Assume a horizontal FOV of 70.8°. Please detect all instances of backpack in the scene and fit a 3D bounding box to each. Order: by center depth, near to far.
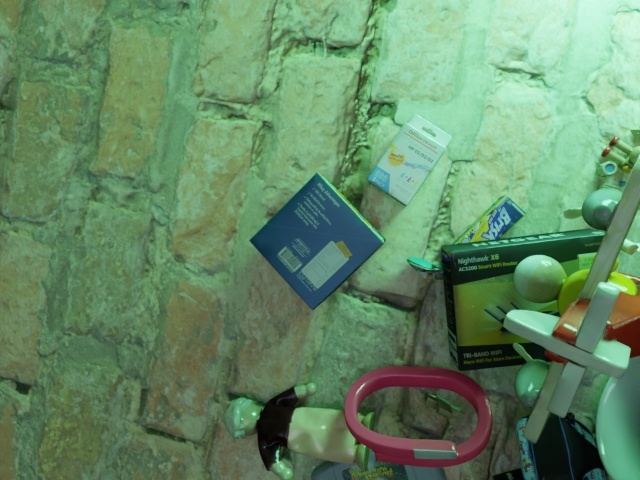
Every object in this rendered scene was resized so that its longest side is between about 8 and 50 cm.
[{"bbox_3d":[0.487,0.432,0.893,0.173,0.158,0.116,32,136,-31],"label":"backpack"}]

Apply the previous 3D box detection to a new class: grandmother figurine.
[{"bbox_3d":[-0.061,0.420,0.996,0.341,0.208,0.104,5,134,18],"label":"grandmother figurine"}]

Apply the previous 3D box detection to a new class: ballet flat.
[{"bbox_3d":[0.242,0.066,0.978,0.114,0.041,0.041,11,93,10],"label":"ballet flat"}]

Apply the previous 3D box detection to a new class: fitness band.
[{"bbox_3d":[0.193,0.346,0.908,0.290,0.209,0.054,-2,120,16],"label":"fitness band"}]

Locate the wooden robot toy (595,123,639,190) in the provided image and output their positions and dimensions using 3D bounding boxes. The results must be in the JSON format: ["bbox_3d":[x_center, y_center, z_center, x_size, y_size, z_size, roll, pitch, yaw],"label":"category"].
[{"bbox_3d":[0.606,-0.163,0.888,0.076,0.079,0.173,35,96,7],"label":"wooden robot toy"}]

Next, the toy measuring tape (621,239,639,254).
[{"bbox_3d":[0.704,-0.047,0.830,0.329,0.121,0.122,-7,90,-10],"label":"toy measuring tape"}]

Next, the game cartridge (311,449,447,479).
[{"bbox_3d":[0.135,0.557,1.002,0.293,0.060,0.196,-18,85,10],"label":"game cartridge"}]

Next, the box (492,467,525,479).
[{"bbox_3d":[0.429,0.585,0.904,0.077,0.147,0.180,-22,89,10],"label":"box"}]

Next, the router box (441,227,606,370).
[{"bbox_3d":[0.409,0.116,0.895,0.308,0.081,0.243,-7,98,2],"label":"router box"}]

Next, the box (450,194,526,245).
[{"bbox_3d":[0.344,-0.016,0.949,0.059,0.054,0.169,45,99,5],"label":"box"}]

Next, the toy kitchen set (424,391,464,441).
[{"bbox_3d":[0.255,0.386,0.967,0.083,0.068,0.075,25,95,8],"label":"toy kitchen set"}]

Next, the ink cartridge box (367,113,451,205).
[{"bbox_3d":[0.193,-0.177,0.966,0.104,0.061,0.181,34,96,7],"label":"ink cartridge box"}]

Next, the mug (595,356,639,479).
[{"bbox_3d":[0.735,0.343,0.745,0.327,0.374,0.276,23,52,1],"label":"mug"}]

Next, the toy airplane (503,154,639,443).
[{"bbox_3d":[0.413,0.110,0.718,0.386,0.272,0.384,-42,128,-7],"label":"toy airplane"}]

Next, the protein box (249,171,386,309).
[{"bbox_3d":[0.000,0.000,0.966,0.201,0.136,0.200,-44,84,8],"label":"protein box"}]
